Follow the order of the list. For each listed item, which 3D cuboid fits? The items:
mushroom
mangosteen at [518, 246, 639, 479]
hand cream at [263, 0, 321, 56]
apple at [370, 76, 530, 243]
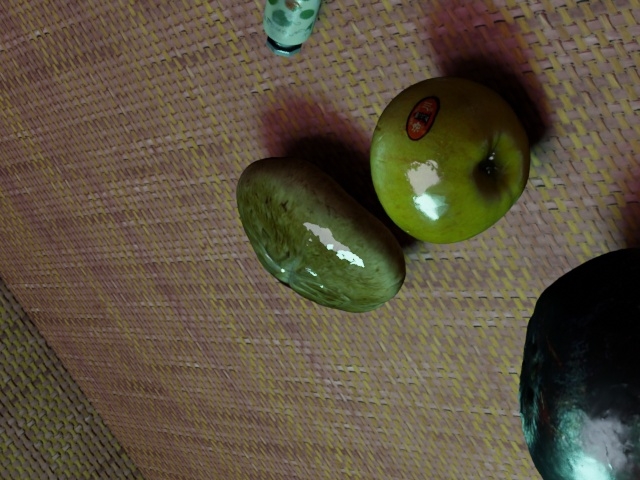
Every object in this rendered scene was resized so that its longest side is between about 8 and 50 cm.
[{"bbox_3d":[0.000,0.000,1.973,0.278,0.146,0.278,37,158,18],"label":"mushroom"},{"bbox_3d":[0.348,0.150,1.546,0.300,0.300,0.300,35,150,24],"label":"mangosteen"},{"bbox_3d":[-0.021,-0.314,1.700,0.095,0.059,0.276,38,147,16],"label":"hand cream"},{"bbox_3d":[0.141,-0.087,1.626,0.155,0.182,0.182,9,134,48],"label":"apple"}]
